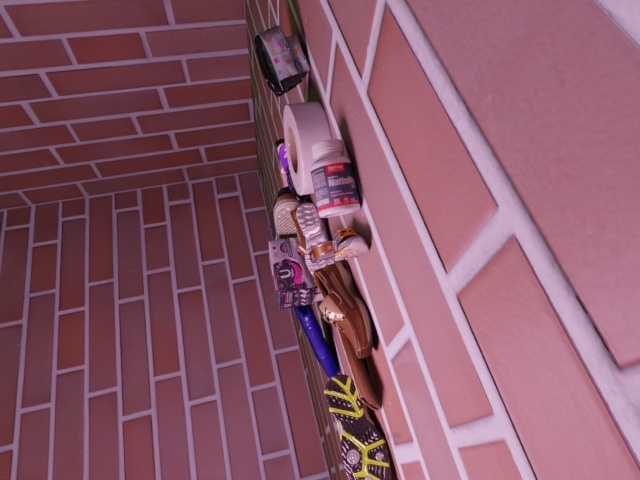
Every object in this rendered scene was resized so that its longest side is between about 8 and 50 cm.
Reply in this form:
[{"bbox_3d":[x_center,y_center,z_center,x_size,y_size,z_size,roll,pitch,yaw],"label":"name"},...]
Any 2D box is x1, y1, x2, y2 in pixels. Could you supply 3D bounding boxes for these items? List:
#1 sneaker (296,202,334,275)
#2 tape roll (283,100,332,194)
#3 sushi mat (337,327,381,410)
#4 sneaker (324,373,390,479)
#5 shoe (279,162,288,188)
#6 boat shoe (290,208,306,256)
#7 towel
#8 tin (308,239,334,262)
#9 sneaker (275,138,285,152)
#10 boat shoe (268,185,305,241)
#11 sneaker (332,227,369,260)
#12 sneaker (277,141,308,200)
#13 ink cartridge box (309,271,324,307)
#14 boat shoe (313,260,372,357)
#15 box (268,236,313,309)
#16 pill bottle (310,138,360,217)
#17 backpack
[{"bbox_3d":[0.000,0.000,1.490,0.115,0.105,0.282,-32,-68,-70],"label":"sneaker"},{"bbox_3d":[-0.041,-0.287,1.335,0.286,0.100,0.287,170,90,-79],"label":"tape roll"},{"bbox_3d":[0.101,0.342,1.266,0.151,0.019,0.317,51,-165,-49],"label":"sushi mat"},{"bbox_3d":[0.130,0.610,1.314,0.147,0.145,0.385,61,-171,-48],"label":"sneaker"},{"bbox_3d":[-0.155,-0.294,2.045,0.077,0.058,0.219,-57,-29,-59],"label":"shoe"},{"bbox_3d":[-0.049,0.023,1.647,0.111,0.104,0.308,141,118,-77],"label":"boat shoe"},{"bbox_3d":[-0.014,0.406,1.793,0.309,0.076,0.227,67,169,-14],"label":"towel"},{"bbox_3d":[0.024,0.034,1.298,0.190,0.106,0.040,124,127,-76],"label":"tin"},{"bbox_3d":[-0.142,-0.348,1.828,0.222,0.083,0.118,-114,17,-46],"label":"sneaker"},{"bbox_3d":[-0.138,-0.032,1.883,0.501,0.186,0.156,95,170,-49],"label":"boat shoe"},{"bbox_3d":[0.068,0.005,1.108,0.215,0.084,0.083,143,121,-79],"label":"sneaker"},{"bbox_3d":[-0.081,-0.248,1.579,0.293,0.102,0.146,79,171,-64],"label":"sneaker"},{"bbox_3d":[-0.021,0.181,1.775,0.104,0.060,0.180,-116,19,-53],"label":"ink cartridge box"},{"bbox_3d":[0.058,0.199,1.236,0.324,0.119,0.123,-112,15,-45],"label":"boat shoe"},{"bbox_3d":[-0.127,0.131,1.733,0.163,0.141,0.248,96,161,-56],"label":"box"},{"bbox_3d":[0.032,-0.154,1.062,0.108,0.107,0.180,156,103,-79],"label":"pill bottle"},{"bbox_3d":[-0.125,-0.575,1.338,0.189,0.144,0.166,59,176,-16],"label":"backpack"}]
